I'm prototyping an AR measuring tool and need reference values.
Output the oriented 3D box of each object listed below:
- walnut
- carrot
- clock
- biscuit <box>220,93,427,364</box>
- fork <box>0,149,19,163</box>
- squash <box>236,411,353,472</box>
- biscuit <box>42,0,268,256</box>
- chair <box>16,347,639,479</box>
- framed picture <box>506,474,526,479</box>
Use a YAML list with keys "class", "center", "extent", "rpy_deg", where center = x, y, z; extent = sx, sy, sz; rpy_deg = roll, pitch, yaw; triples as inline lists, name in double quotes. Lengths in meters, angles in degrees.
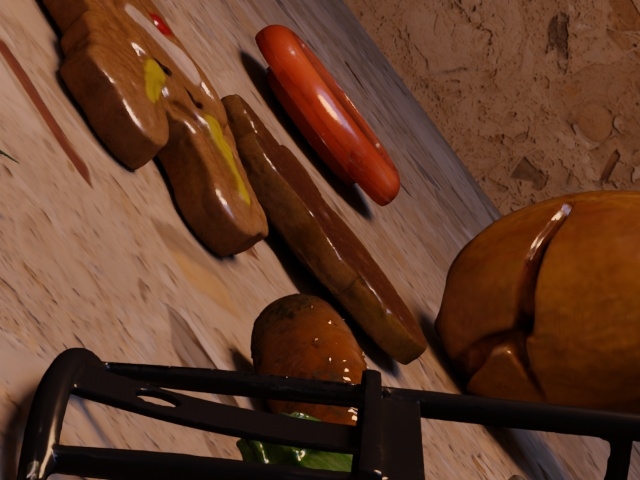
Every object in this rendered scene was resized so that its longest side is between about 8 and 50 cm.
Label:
- class: "walnut"
  center: [0.262, 0.049, 1.628]
  extent: [0.209, 0.336, 0.209]
  rpy_deg: [-14, 90, -84]
- class: "carrot"
  center: [0.006, 0.096, 0.970]
  extent: [0.060, 0.060, 0.186]
  rpy_deg: [46, 14, -38]
- class: "clock"
  center: [0.004, -0.117, 1.816]
  extent: [0.205, 0.051, 0.205]
  rpy_deg: [52, 8, -10]
- class: "biscuit"
  center: [0.000, 0.000, 1.372]
  extent: [0.236, 0.039, 0.180]
  rpy_deg: [49, 7, -27]
- class: "fork"
  center: [-0.175, -0.095, 0.914]
  extent: [0.039, 0.021, 0.235]
  rpy_deg: [51, 6, -34]
- class: "squash"
  center: [0.041, 0.165, 0.825]
  extent: [0.219, 0.068, 0.077]
  rpy_deg: [52, 1, -1]
- class: "biscuit"
  center: [-0.110, -0.107, 1.220]
  extent: [0.186, 0.044, 0.295]
  rpy_deg: [49, 10, -37]
- class: "chair"
  center: [0.022, 0.126, 0.707]
  extent: [0.154, 0.260, 0.141]
  rpy_deg: [-78, 175, -81]
- class: "framed picture"
  center: [0.261, 0.318, 1.518]
  extent: [0.232, 0.024, 0.315]
  rpy_deg: [58, 9, 33]
